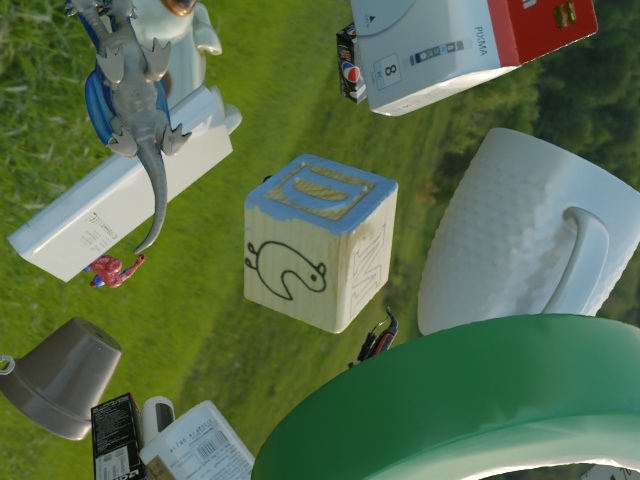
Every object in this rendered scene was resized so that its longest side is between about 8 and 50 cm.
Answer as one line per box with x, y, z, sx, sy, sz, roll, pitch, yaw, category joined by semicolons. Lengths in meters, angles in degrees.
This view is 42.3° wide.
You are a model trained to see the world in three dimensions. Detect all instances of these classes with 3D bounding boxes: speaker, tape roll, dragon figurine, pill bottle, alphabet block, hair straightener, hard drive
-0.261;0.308;1.344;0.136;0.055;0.055;-128;-132;-68;speaker
0.114;0.182;0.570;0.077;0.321;0.321;-104;-175;-46;tape roll
-0.197;-0.143;0.867;0.085;0.144;0.289;-17;112;-17;dragon figurine
-0.146;0.360;1.207;0.131;0.229;0.131;-38;172;-6;pill bottle
0.000;0.000;1.351;0.193;0.192;0.197;-41;142;-47;alphabet block
0.078;0.225;1.566;0.047;0.089;0.230;39;65;-29;hair straightener
-0.295;-0.080;1.286;0.353;0.047;0.233;-39;171;-9;hard drive

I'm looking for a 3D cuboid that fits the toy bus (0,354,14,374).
-0.734;0.235;1.608;0.202;0.104;0.191;-34;101;-13;toy bus

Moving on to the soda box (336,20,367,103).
0.075;-0.379;1.773;0.060;0.053;0.169;-41;148;-23;soda box

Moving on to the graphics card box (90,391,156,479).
-0.329;0.450;1.486;0.094;0.371;0.232;-20;107;-13;graphics card box

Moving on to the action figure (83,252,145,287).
-0.425;0.033;1.715;0.139;0.280;0.091;-45;105;-17;action figure

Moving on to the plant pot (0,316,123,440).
-0.610;0.316;2.016;0.229;0.263;0.263;-53;154;-4;plant pot

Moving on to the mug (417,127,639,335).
0.306;0.042;1.219;0.328;0.276;0.374;-61;-172;2;mug

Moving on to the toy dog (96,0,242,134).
-0.364;-0.388;1.738;0.395;0.285;0.407;-63;155;-52;toy dog

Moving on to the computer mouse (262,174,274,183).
0.005;-0.032;1.613;0.060;0.262;0.184;-45;148;-37;computer mouse

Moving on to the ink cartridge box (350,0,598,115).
0.223;-0.409;1.343;0.091;0.385;0.308;3;74;-48;ink cartridge box
